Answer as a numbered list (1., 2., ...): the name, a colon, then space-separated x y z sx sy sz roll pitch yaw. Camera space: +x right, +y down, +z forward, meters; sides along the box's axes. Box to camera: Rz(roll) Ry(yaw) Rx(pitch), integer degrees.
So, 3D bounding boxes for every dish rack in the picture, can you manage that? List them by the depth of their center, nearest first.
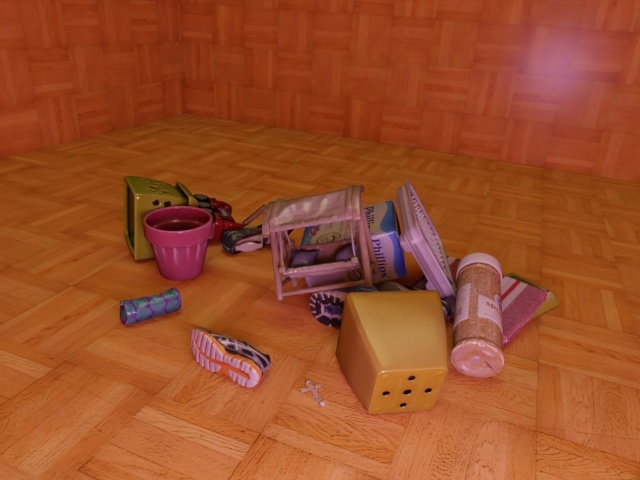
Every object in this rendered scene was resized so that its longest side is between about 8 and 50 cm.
1. dish rack: 0.296 0.000 1.463 0.073 0.285 0.332 -25 29 19

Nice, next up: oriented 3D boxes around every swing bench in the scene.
1. swing bench: 0.000 0.000 1.302 0.254 0.254 0.165 -10 8 14

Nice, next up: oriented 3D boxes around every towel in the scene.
1. towel: 0.437 0.161 1.435 0.237 0.037 0.329 -33 39 -32

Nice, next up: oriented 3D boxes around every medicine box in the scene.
1. medicine box: 0.101 0.017 1.520 0.290 0.149 0.263 -14 22 12

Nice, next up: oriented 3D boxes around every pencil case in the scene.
1. pencil case: -0.444 0.169 1.310 0.152 0.064 0.070 -12 54 -32

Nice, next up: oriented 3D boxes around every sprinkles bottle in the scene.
1. sprinkles bottle: 0.400 0.177 1.273 0.122 0.121 0.355 9 36 12

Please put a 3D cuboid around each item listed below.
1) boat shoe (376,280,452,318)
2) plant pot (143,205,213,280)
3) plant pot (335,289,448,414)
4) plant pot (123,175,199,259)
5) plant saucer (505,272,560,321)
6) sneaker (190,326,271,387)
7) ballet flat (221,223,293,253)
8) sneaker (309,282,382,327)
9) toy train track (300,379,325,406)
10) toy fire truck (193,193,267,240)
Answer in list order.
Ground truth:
1. boat shoe: 0.259 0.170 1.403 0.220 0.077 0.070 24 22 34
2. plant pot: -0.423 0.014 1.513 0.202 0.180 0.201 3 24 -1
3. plant pot: 0.160 0.248 1.077 0.213 0.212 0.187 0 37 -9
4. plant pot: -0.529 -0.082 1.665 0.207 0.226 0.228 -3 23 -28
5. plant saucer: 0.589 0.157 1.504 0.188 0.045 0.188 -14 30 -34
6. sneaker: -0.208 0.256 1.144 0.215 0.084 0.083 26 28 23
7. ballet flat: -0.196 -0.008 1.715 0.281 0.095 0.096 -18 41 -20
8. sneaker: 0.146 0.168 1.319 0.330 0.129 0.147 13 29 20
9. toy train track: -0.012 0.327 1.087 0.048 0.014 0.083 -9 28 -24
10. toy fire truck: -0.332 -0.087 1.811 0.247 0.158 0.217 6 22 -23
